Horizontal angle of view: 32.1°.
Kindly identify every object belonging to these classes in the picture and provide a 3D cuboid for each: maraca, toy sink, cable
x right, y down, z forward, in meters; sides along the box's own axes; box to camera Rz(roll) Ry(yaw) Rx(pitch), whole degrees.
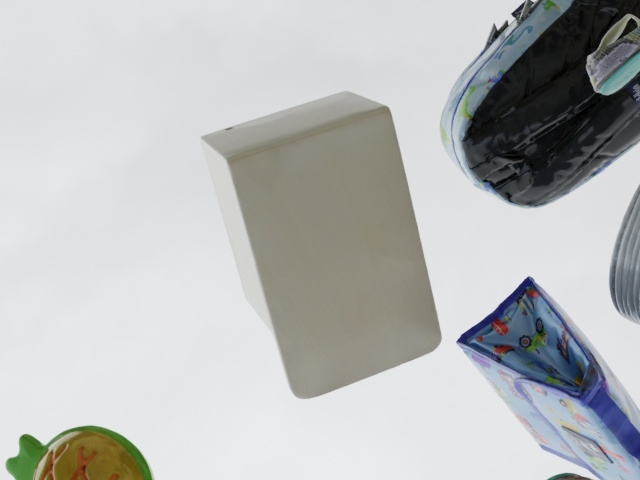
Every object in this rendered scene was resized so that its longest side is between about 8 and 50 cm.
[{"bbox_3d":[-0.240,0.245,1.097,0.185,0.127,0.099,-3,177,29],"label":"maraca"},{"bbox_3d":[0.000,0.000,1.023,0.152,0.234,0.131,-20,-161,-12],"label":"toy sink"},{"bbox_3d":[0.471,0.000,1.436,0.089,0.257,0.257,20,-163,37],"label":"cable"}]

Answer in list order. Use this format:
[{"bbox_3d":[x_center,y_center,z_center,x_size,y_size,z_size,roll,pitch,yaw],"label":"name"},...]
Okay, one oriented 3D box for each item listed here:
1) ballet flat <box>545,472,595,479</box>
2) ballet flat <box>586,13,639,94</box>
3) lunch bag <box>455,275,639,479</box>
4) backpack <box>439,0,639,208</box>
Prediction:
[{"bbox_3d":[0.196,0.357,1.015,0.107,0.316,0.106,6,-150,-23],"label":"ballet flat"},{"bbox_3d":[0.231,-0.148,0.772,0.041,0.114,0.041,31,-141,-29],"label":"ballet flat"},{"bbox_3d":[0.330,0.201,1.356,0.138,0.221,0.293,-41,-157,-3],"label":"lunch bag"},{"bbox_3d":[0.348,-0.213,1.656,0.355,0.290,0.273,-51,-154,-2],"label":"backpack"}]
